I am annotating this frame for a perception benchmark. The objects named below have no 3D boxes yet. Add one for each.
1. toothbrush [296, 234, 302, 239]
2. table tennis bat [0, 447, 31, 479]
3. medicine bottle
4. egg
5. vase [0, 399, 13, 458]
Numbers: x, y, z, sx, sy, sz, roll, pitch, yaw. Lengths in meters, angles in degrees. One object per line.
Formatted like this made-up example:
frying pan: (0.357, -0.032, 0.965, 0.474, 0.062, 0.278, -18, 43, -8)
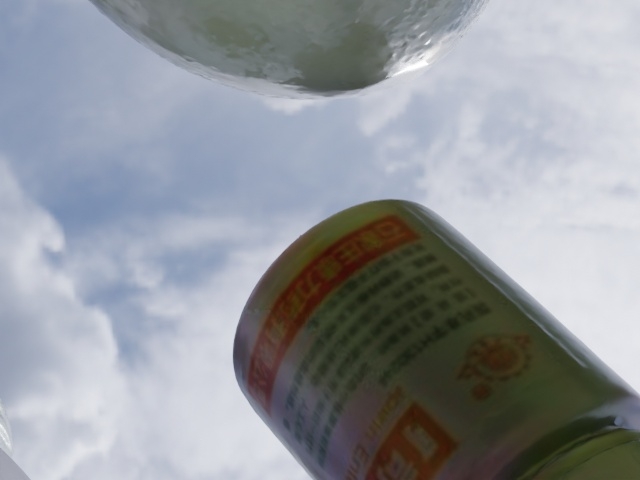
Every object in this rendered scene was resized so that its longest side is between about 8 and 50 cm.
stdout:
toothbrush: (0.000, 0.000, 1.807, 0.006, 0.008, 0.097, 49, -160, 23)
table tennis bat: (-0.182, 0.218, 1.106, 0.021, 0.274, 0.154, -32, -129, -1)
medicine bottle: (0.120, 0.156, 1.172, 0.219, 0.219, 0.388, -23, -132, -26)
egg: (0.002, -0.190, 1.025, 0.337, 0.337, 0.201, -24, -94, -27)
vase: (-0.351, 0.178, 1.503, 0.128, 0.248, 0.128, -1, -109, 4)
